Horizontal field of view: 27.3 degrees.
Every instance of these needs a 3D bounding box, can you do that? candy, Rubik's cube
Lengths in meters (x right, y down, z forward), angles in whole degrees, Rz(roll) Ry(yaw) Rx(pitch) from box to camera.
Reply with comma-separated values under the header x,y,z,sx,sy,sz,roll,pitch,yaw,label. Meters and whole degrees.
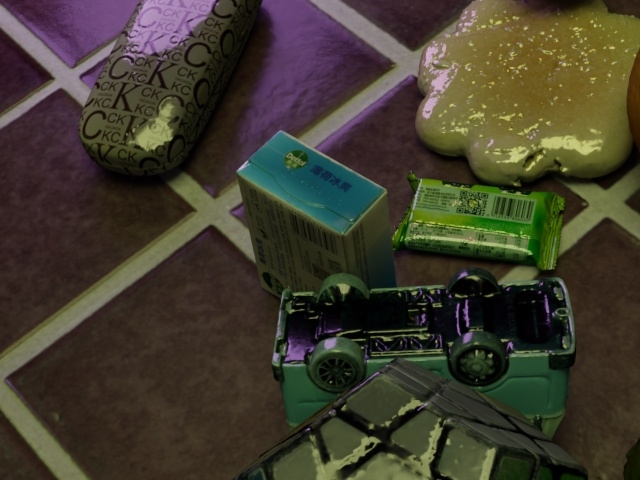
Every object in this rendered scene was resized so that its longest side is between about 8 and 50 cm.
x,y,z,sx,sy,sz,roll,pitch,yaw,label
0.171,-0.019,1.421,0.178,0.032,0.102,7,59,12,candy
0.071,0.253,1.085,0.264,0.319,0.319,-5,50,-22,Rubik's cube

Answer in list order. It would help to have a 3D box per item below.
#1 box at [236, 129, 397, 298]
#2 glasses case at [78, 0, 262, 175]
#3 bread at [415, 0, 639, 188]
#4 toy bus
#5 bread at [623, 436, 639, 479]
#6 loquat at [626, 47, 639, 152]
x,y,z,sx,sy,sz,roll,pitch,yaw,label
0.000,0.001,1.331,0.139,0.194,0.073,31,62,27,box
-0.174,-0.225,1.591,0.137,0.085,0.354,10,57,17,glasses case
0.256,-0.186,1.518,0.316,0.054,0.316,-5,52,7,bread
0.101,0.128,1.239,0.271,0.164,0.133,-3,32,6,toy bus
0.451,0.206,1.152,0.366,0.129,0.382,-2,53,8,bread
0.447,-0.157,1.347,0.275,0.275,0.274,-4,54,6,loquat
